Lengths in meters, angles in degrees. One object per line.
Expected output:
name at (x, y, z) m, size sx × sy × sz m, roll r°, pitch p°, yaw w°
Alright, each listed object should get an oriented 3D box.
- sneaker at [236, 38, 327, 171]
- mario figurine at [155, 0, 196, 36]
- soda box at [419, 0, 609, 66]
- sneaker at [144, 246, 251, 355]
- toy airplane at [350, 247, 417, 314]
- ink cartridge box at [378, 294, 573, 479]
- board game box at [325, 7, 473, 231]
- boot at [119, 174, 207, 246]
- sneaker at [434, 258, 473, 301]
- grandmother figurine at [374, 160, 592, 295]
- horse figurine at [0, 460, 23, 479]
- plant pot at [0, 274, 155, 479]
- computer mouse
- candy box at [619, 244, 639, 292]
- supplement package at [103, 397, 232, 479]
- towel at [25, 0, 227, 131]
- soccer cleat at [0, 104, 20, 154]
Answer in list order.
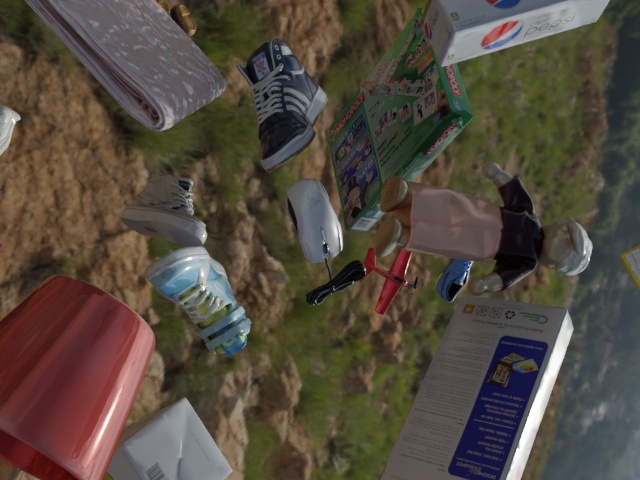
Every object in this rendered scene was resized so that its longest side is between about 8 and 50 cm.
sneaker at (-0.078, -0.232, 1.337) m, size 0.153 × 0.099 × 0.282 m, roll 52°, pitch 27°, yaw -21°
mario figurine at (-0.456, -0.471, 2.049) m, size 0.198 × 0.321 × 0.170 m, roll 36°, pitch 48°, yaw -34°
soda box at (0.230, -0.277, 0.943) m, size 0.216 × 0.069 × 0.074 m, roll -19°, pitch 162°, yaw -12°
sneaker at (-0.234, 0.134, 1.652) m, size 0.127 × 0.208 × 0.319 m, roll -31°, pitch 165°, yaw 7°
toy airplane at (0.124, 0.061, 1.517) m, size 0.151 × 0.028 × 0.151 m, roll -3°, pitch 97°, yaw -23°
ink cartridge box at (0.228, 0.246, 1.175) m, size 0.371 × 0.176 × 0.069 m, roll -58°, pitch 136°, yaw -31°
board game box at (0.115, -0.187, 1.311) m, size 0.317 × 0.046 × 0.213 m, roll -49°, pitch -138°, yaw 47°
boot at (-0.276, -0.068, 1.510) m, size 0.095 × 0.258 × 0.123 m, roll 43°, pitch 69°, yaw -39°
sneaker at (0.372, 0.067, 2.100) m, size 0.069 × 0.082 × 0.209 m, roll 19°, pitch 108°, yaw -23°
grandmother figurine at (0.257, -0.016, 1.211) m, size 0.104 × 0.343 × 0.207 m, roll 177°, pitch -76°, yaw -73°
horse figurine at (-0.698, 0.526, 1.796) m, size 0.263 × 0.066 × 0.174 m, roll -39°, pitch 178°, yaw 17°
plant pot at (-0.388, 0.201, 1.187) m, size 0.243 × 0.275 × 0.275 m, roll -61°, pitch 153°, yaw -29°
computer mouse at (0.000, 0.000, 1.222) m, size 0.106 × 0.042 × 0.193 m, roll -24°, pitch 111°, yaw -10°
candy box at (0.637, 0.093, 1.450) m, size 0.205 × 0.105 × 0.027 m, roll 64°, pitch 8°, yaw 9°
supplement package at (-0.380, 0.510, 1.778) m, size 0.198 × 0.263 × 0.199 m, roll -34°, pitch 91°, yaw -50°
towel at (-0.290, -0.318, 1.213) m, size 0.053 × 0.317 × 0.332 m, roll -39°, pitch -171°, yaw 20°
soccer cleat at (-0.628, -0.164, 1.503) m, size 0.196 × 0.068 × 0.076 m, roll -53°, pitch 162°, yaw 12°
